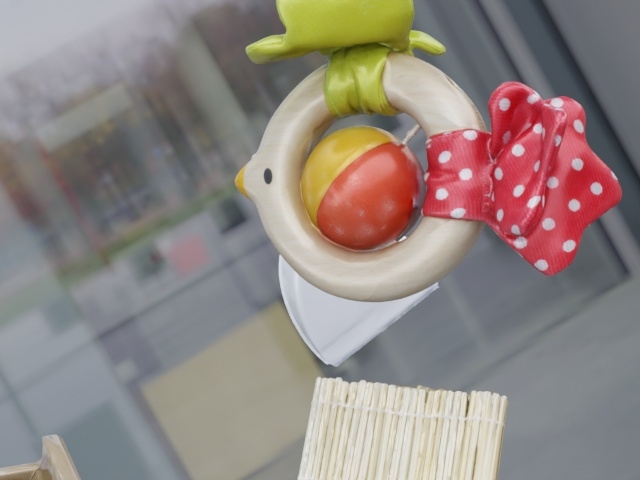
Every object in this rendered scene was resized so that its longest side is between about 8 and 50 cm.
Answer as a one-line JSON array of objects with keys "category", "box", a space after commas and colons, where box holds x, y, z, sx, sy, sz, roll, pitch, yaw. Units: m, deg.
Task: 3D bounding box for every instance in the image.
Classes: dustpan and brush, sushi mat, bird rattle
[{"category": "dustpan and brush", "box": [0.000, 0.000, 1.970, 0.147, 0.211, 0.060, -38, 13, -5]}, {"category": "sushi mat", "box": [0.046, 0.239, 1.445, 0.151, 0.019, 0.316, 2, 56, 13]}, {"category": "bird rattle", "box": [0.057, -0.053, 1.293, 0.207, 0.253, 0.143, -50, -12, 17]}]

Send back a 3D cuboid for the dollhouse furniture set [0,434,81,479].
[{"category": "dollhouse furniture set", "box": [-0.294, 0.085, 1.385, 0.256, 0.394, 0.362, -8, 26, -18]}]
